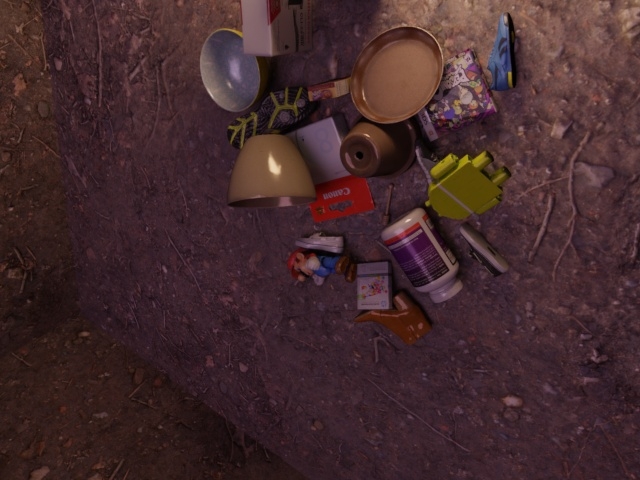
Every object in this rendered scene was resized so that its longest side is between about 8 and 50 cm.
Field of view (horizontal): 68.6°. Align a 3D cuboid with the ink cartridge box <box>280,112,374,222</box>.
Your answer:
[{"bbox_3d":[0.008,-0.258,1.816,0.308,0.091,0.385,-11,106,37],"label":"ink cartridge box"}]

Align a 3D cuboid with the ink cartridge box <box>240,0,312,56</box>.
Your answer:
[{"bbox_3d":[-0.137,-0.727,1.556,0.114,0.273,0.197,13,120,24],"label":"ink cartridge box"}]

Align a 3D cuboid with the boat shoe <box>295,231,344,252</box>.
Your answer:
[{"bbox_3d":[0.000,0.000,1.974,0.226,0.083,0.076,9,95,24],"label":"boat shoe"}]

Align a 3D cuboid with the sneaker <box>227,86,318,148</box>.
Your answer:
[{"bbox_3d":[-0.179,-0.480,1.808,0.384,0.147,0.145,-19,99,20],"label":"sneaker"}]

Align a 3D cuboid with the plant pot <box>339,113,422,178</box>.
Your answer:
[{"bbox_3d":[0.178,-0.314,1.583,0.263,0.229,0.263,16,122,28],"label":"plant pot"}]

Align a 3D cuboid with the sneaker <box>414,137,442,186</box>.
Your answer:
[{"bbox_3d":[0.403,-0.256,1.549,0.132,0.086,0.229,-13,127,29],"label":"sneaker"}]

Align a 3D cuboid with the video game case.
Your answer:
[{"bbox_3d":[0.408,-0.453,1.476,0.232,0.042,0.210,-19,102,39],"label":"video game case"}]

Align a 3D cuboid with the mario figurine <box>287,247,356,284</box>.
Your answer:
[{"bbox_3d":[-0.014,0.133,1.967,0.320,0.170,0.198,4,120,40],"label":"mario figurine"}]

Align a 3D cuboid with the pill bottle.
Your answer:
[{"bbox_3d":[0.368,0.056,1.674,0.181,0.181,0.323,-31,94,40],"label":"pill bottle"}]

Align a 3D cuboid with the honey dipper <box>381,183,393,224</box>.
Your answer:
[{"bbox_3d":[0.253,-0.135,1.753,0.030,0.030,0.161,20,121,25],"label":"honey dipper"}]

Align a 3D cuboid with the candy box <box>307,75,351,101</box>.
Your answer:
[{"bbox_3d":[0.051,-0.517,1.589,0.109,0.186,0.053,3,114,33],"label":"candy box"}]

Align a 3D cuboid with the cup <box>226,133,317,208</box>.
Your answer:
[{"bbox_3d":[-0.185,-0.253,1.725,0.331,0.331,0.237,-6,88,36],"label":"cup"}]

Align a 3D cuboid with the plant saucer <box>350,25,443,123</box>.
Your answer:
[{"bbox_3d":[0.241,-0.515,1.483,0.310,0.050,0.311,-5,81,31],"label":"plant saucer"}]

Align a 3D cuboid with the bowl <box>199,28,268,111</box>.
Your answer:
[{"bbox_3d":[-0.297,-0.647,1.777,0.289,0.156,0.289,16,121,28],"label":"bowl"}]

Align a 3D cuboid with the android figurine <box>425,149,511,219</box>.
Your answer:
[{"bbox_3d":[0.464,-0.169,1.518,0.248,0.056,0.273,33,132,-18],"label":"android figurine"}]

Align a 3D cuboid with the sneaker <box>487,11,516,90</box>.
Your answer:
[{"bbox_3d":[0.513,-0.536,1.346,0.082,0.069,0.209,6,116,36],"label":"sneaker"}]

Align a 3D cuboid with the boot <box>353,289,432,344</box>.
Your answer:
[{"bbox_3d":[0.292,0.345,1.925,0.295,0.104,0.211,-33,92,36],"label":"boot"}]

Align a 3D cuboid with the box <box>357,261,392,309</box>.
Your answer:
[{"bbox_3d":[0.216,0.182,1.877,0.145,0.038,0.186,-6,79,37],"label":"box"}]

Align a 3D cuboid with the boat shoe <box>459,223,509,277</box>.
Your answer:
[{"bbox_3d":[0.545,0.039,1.613,0.219,0.078,0.070,47,129,3],"label":"boat shoe"}]
